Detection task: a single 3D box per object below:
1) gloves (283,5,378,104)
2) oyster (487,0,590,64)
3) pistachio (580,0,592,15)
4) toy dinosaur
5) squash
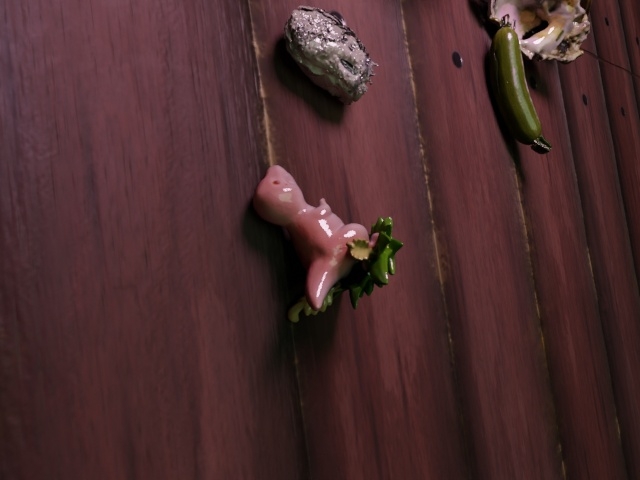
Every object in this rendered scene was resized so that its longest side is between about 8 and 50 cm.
[{"bbox_3d":[0.016,-0.284,0.625,0.153,0.070,0.114,30,66,-28],"label":"gloves"},{"bbox_3d":[0.492,-0.538,0.981,0.201,0.107,0.354,-44,116,8],"label":"oyster"},{"bbox_3d":[0.585,-0.631,1.040,0.260,0.163,0.213,41,17,-26],"label":"pistachio"},{"bbox_3d":[0.003,-0.001,0.533,0.177,0.152,0.194,12,69,-27],"label":"toy dinosaur"},{"bbox_3d":[0.430,-0.338,0.939,0.071,0.080,0.319,-22,95,-45],"label":"squash"}]
